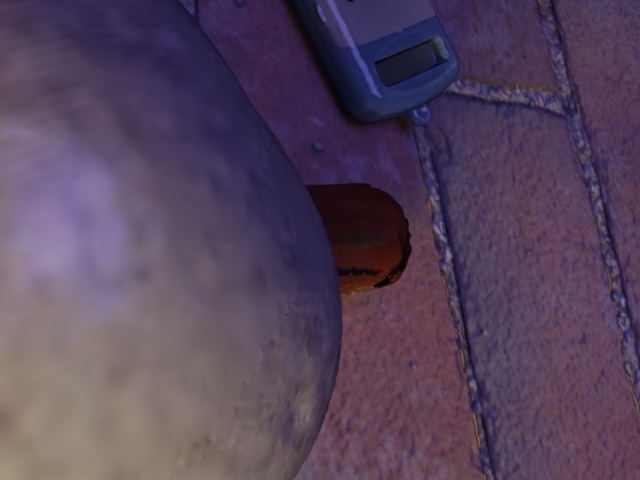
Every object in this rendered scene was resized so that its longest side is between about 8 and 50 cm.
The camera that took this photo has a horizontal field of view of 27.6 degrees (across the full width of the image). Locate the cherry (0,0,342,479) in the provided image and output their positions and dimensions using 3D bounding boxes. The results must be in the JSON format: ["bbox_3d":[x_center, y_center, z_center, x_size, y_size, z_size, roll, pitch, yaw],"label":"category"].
[{"bbox_3d":[-0.154,0.029,0.553,0.326,0.291,0.335,38,60,-14],"label":"cherry"}]

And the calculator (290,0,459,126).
[{"bbox_3d":[0.030,-0.179,0.957,0.121,0.039,0.210,-27,92,-42],"label":"calculator"}]

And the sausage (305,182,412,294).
[{"bbox_3d":[0.000,0.000,0.834,0.141,0.076,0.076,-8,78,-41],"label":"sausage"}]
